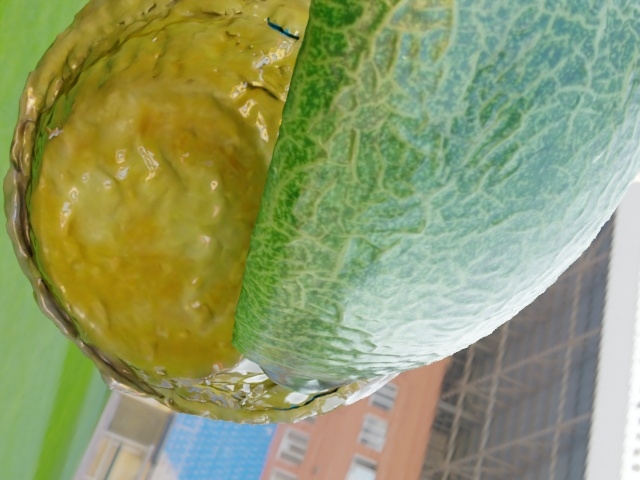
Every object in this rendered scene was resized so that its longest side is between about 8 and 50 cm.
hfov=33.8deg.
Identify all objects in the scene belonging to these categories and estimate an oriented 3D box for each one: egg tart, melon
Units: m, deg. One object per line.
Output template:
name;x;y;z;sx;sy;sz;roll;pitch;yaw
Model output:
egg tart;-0.082;-0.026;0.796;0.387;0.388;0.169;-65;172;18
melon;0.043;-0.012;0.550;0.124;0.196;0.323;-111;-146;-45
